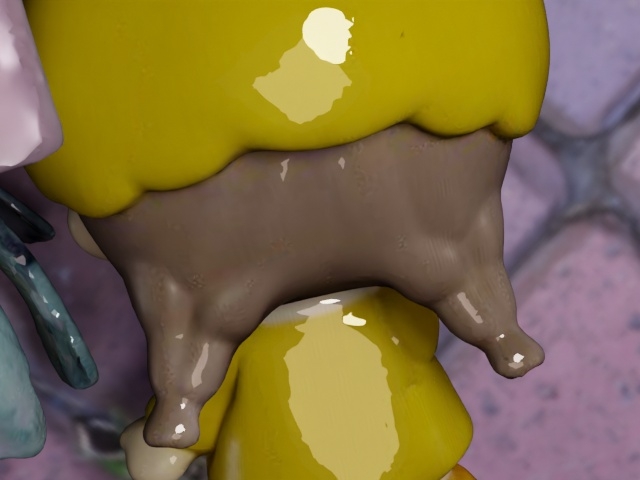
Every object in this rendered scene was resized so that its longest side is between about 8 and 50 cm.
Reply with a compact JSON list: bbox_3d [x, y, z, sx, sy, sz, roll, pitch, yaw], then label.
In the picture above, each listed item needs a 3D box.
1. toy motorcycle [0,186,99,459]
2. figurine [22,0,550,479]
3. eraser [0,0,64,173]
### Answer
[{"bbox_3d":[-0.216,0.048,0.672,0.260,0.154,0.206,31,78,-28],"label":"toy motorcycle"},{"bbox_3d":[0.000,0.000,0.683,0.215,0.187,0.343,-20,119,-13],"label":"figurine"},{"bbox_3d":[-0.257,-0.161,0.472,0.272,0.122,0.359,-17,106,-8],"label":"eraser"}]
